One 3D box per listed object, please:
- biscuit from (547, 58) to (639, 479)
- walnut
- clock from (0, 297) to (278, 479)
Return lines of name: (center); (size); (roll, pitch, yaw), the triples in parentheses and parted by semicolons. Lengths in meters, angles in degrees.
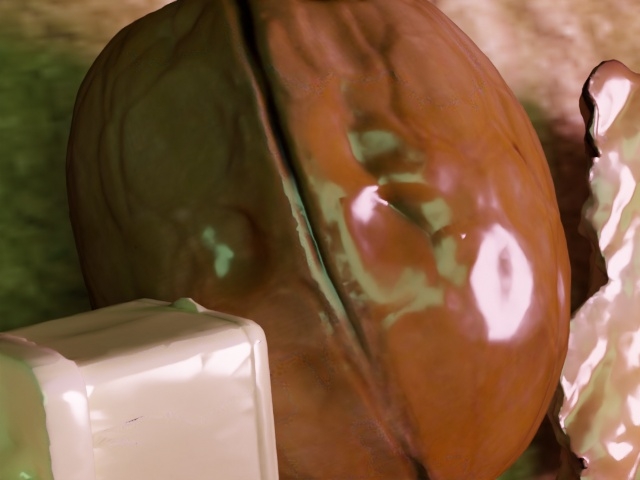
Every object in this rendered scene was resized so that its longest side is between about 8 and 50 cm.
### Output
biscuit: (0.141, 0.023, 0.618); (0.118, 0.061, 0.183); (11, 80, -19)
walnut: (0.000, 0.000, 0.521); (0.167, 0.167, 0.207); (-20, 86, -21)
clock: (-0.100, 0.220, 0.401); (0.276, 0.120, 0.379); (-16, 107, -37)
